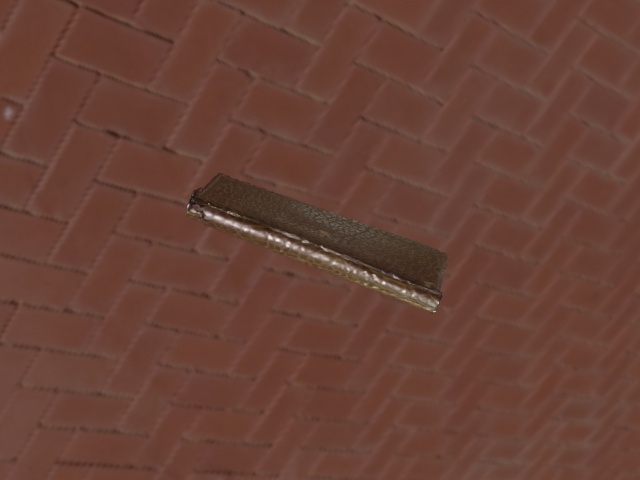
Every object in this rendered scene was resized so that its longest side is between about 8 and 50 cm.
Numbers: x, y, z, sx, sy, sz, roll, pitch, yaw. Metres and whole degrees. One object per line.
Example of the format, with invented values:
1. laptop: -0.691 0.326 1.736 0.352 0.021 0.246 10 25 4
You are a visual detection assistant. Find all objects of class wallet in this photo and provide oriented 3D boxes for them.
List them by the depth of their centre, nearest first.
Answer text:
1. wallet: 0.000 0.000 1.063 0.243 0.133 0.039 21 108 1
